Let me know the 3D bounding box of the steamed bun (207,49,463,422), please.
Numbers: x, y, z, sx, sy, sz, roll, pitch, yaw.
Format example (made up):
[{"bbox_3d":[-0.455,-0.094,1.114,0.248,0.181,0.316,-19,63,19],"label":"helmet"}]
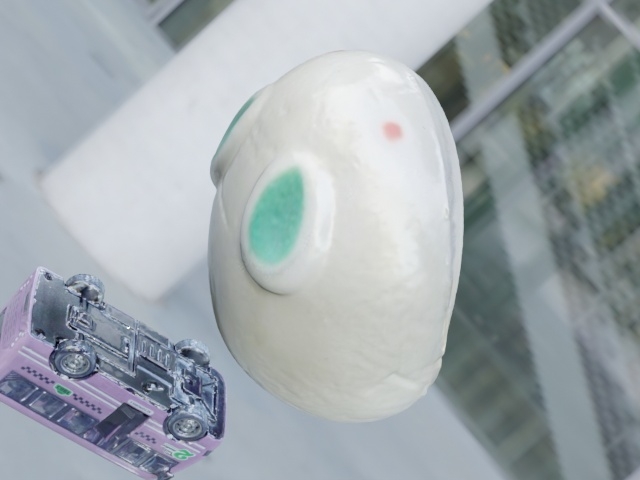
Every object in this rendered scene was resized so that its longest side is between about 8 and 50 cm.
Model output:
[{"bbox_3d":[0.000,0.000,1.009,0.177,0.131,0.228,-115,-155,-48],"label":"steamed bun"}]

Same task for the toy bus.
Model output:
[{"bbox_3d":[-0.176,0.116,1.412,0.199,0.108,0.096,34,31,-26],"label":"toy bus"}]
